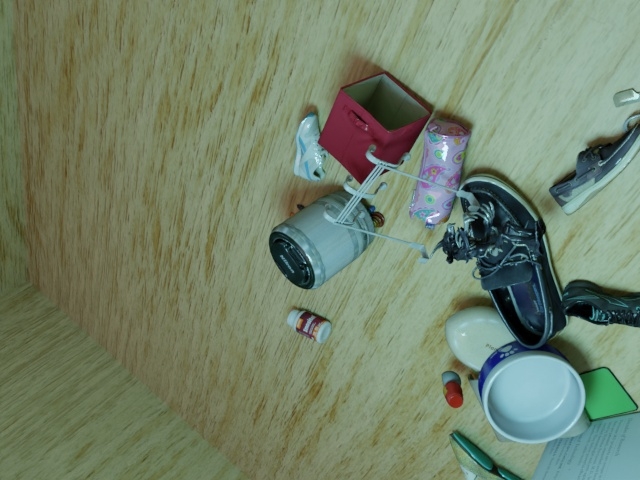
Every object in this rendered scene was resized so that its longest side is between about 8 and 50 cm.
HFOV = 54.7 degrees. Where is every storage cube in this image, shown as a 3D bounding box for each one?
[{"bbox_3d":[0.141,-0.295,1.631,0.183,0.215,0.193,46,138,17],"label":"storage cube"}]

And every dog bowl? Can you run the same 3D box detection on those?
[{"bbox_3d":[0.567,0.408,1.678,0.265,0.104,0.264,1,106,3],"label":"dog bowl"}]

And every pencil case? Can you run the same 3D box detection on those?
[{"bbox_3d":[0.311,-0.176,1.635,0.124,0.124,0.284,26,130,24],"label":"pencil case"}]

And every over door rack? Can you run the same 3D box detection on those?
[{"bbox_3d":[0.201,-0.096,1.599,0.324,0.108,0.239,23,130,-17],"label":"over door rack"}]

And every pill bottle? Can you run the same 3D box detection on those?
[{"bbox_3d":[-0.044,0.310,2.268,0.152,0.086,0.086,21,129,27],"label":"pill bottle"}]

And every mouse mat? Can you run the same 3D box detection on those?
[{"bbox_3d":[0.770,0.438,1.748,0.152,0.007,0.190,53,137,-2],"label":"mouse mat"}]

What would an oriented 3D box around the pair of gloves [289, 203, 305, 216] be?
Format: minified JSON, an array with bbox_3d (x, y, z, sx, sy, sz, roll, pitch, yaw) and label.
[{"bbox_3d":[-0.065,-0.080,2.084,0.074,0.010,0.083,45,135,7],"label":"pair of gloves"}]

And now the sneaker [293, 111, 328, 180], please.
[{"bbox_3d":[-0.022,-0.283,1.871,0.092,0.087,0.228,22,137,18],"label":"sneaker"}]

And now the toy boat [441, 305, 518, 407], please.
[{"bbox_3d":[0.448,0.333,1.796,0.268,0.148,0.318,29,106,-5],"label":"toy boat"}]

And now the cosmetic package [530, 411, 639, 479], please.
[{"bbox_3d":[0.825,0.698,1.644,0.329,0.327,0.394,53,137,-2],"label":"cosmetic package"}]

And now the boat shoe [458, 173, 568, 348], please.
[{"bbox_3d":[0.497,0.060,1.617,0.187,0.156,0.499,-16,104,45],"label":"boat shoe"}]

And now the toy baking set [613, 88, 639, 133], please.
[{"bbox_3d":[0.751,-0.255,1.291,0.256,0.030,0.196,45,136,7],"label":"toy baking set"}]

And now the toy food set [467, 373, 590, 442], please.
[{"bbox_3d":[0.614,0.478,1.854,0.306,0.092,0.219,-24,94,42],"label":"toy food set"}]

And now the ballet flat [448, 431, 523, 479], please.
[{"bbox_3d":[0.556,0.785,2.059,0.349,0.123,0.123,33,134,14],"label":"ballet flat"}]

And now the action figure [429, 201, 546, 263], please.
[{"bbox_3d":[0.393,-0.018,1.495,0.276,0.164,0.140,-4,106,30],"label":"action figure"}]

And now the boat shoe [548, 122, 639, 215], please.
[{"bbox_3d":[0.619,-0.166,1.399,0.092,0.103,0.285,41,146,10],"label":"boat shoe"}]

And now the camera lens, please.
[{"bbox_3d":[0.000,0.000,1.864,0.219,0.274,0.219,37,146,30],"label":"camera lens"}]

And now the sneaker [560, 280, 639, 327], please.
[{"bbox_3d":[0.734,0.182,1.539,0.268,0.106,0.101,11,122,32],"label":"sneaker"}]

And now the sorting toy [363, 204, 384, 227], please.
[{"bbox_3d":[0.147,-0.073,1.893,0.102,0.042,0.061,26,131,24],"label":"sorting toy"}]
